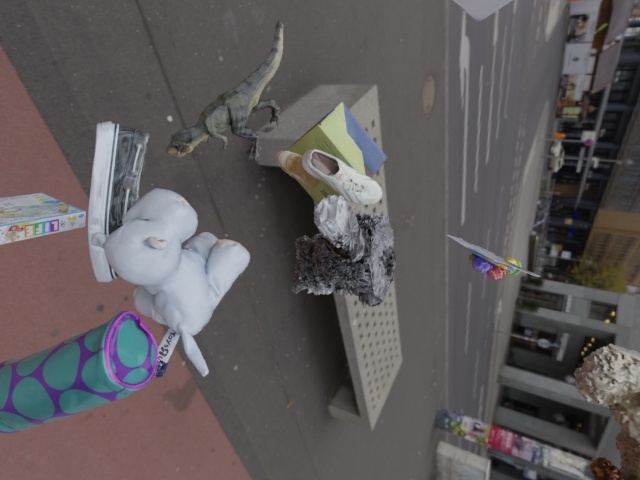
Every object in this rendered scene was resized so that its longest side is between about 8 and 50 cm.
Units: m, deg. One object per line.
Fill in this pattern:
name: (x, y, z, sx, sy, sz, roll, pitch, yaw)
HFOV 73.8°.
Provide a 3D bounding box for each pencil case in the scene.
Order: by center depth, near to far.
pencil case: (-0.211, 0.113, 0.362, 0.065, 0.151, 0.070, 62, 17, -20)

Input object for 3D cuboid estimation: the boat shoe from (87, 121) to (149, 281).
boat shoe: (-0.414, -0.076, 0.896, 0.119, 0.121, 0.335, 3, 97, -21)

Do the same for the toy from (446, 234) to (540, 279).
toy: (0.400, 0.055, 1.005, 0.237, 0.137, 0.056, 11, 106, -40)

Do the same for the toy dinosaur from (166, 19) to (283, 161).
toy dinosaur: (-0.121, -0.207, 0.686, 0.268, 0.064, 0.118, -46, 136, 1)

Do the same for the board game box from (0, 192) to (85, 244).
board game box: (-0.441, -0.033, 0.611, 0.154, 0.103, 0.026, -27, 135, -61)

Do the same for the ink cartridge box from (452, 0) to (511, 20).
ink cartridge box: (0.186, -0.342, 0.163, 0.166, 0.395, 0.286, 19, 77, -26)

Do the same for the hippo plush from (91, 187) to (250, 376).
hippo plush: (-0.296, 0.046, 0.761, 0.237, 0.234, 0.294, 60, 37, -42)

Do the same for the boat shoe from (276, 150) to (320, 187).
boat shoe: (-0.052, -0.185, 1.076, 0.063, 0.059, 0.170, -59, 151, 1)

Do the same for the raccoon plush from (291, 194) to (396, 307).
raccoon plush: (0.000, 0.000, 1.055, 0.446, 0.299, 0.216, 57, 43, -48)

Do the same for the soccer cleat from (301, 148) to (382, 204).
soccer cleat: (0.048, -0.132, 0.905, 0.068, 0.196, 0.076, -64, -169, -5)

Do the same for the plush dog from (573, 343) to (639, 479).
plush dog: (0.508, 0.292, 0.598, 0.210, 0.262, 0.226, -132, -129, -71)

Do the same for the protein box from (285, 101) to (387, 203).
protein box: (0.032, -0.230, 1.191, 0.200, 0.201, 0.136, 48, 52, -13)
